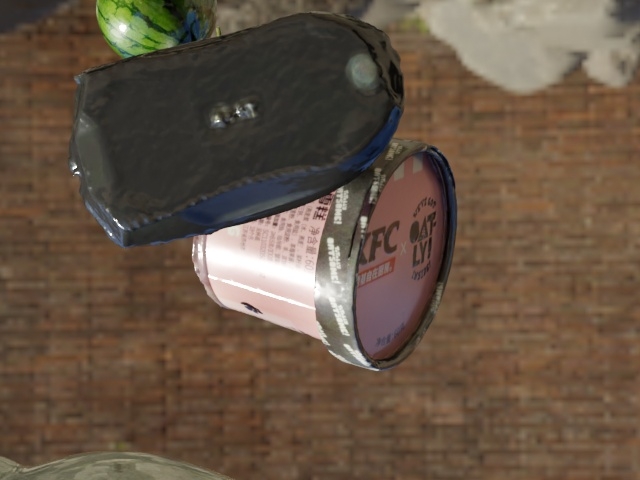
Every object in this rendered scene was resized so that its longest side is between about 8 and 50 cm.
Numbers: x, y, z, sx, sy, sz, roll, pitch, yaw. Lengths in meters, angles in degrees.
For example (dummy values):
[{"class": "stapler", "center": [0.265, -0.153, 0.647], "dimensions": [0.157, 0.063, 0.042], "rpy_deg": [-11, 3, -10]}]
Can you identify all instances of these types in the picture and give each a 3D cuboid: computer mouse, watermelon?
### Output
[{"class": "computer mouse", "center": [-0.051, -0.072, 1.035], "dimensions": [0.217, 0.122, 0.073], "rpy_deg": [-14, 169, 8]}, {"class": "watermelon", "center": [-0.129, -0.184, 1.366], "dimensions": [0.109, 0.109, 0.109], "rpy_deg": [-1, 179, 0]}]

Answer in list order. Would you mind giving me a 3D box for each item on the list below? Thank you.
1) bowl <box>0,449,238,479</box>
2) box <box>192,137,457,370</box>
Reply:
[{"class": "bowl", "center": [-0.228, 0.287, 1.233], "dimensions": [0.196, 0.435, 0.435], "rpy_deg": [41, -178, 5]}, {"class": "box", "center": [0.000, 0.000, 1.116], "dimensions": [0.135, 0.151, 0.151], "rpy_deg": [11, -176, 27]}]
